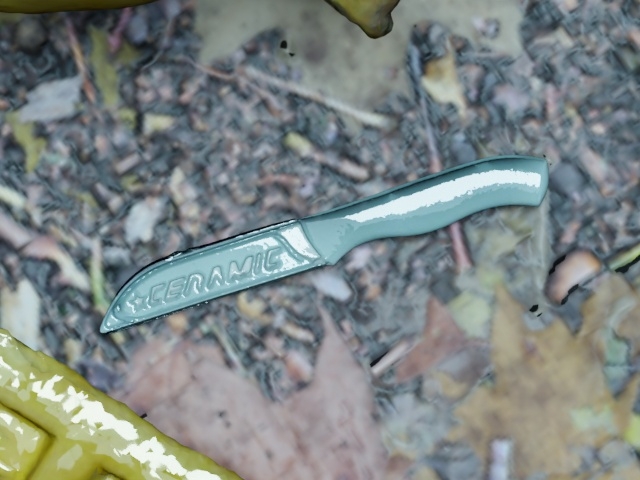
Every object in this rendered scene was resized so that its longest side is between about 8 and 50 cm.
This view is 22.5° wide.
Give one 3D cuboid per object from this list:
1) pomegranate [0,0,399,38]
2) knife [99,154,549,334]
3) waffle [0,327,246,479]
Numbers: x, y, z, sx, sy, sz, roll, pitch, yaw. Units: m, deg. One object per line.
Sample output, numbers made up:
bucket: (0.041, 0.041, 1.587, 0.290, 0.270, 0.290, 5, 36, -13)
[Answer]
pomegranate: (-0.056, -0.224, 0.563, 0.343, 0.342, 0.342, 0, 91, 1)
knife: (0.000, 0.000, 0.708, 0.210, 0.015, 0.028, -17, 96, 2)
waffle: (-0.129, 0.183, 0.693, 0.221, 0.055, 0.248, 32, 92, 1)
